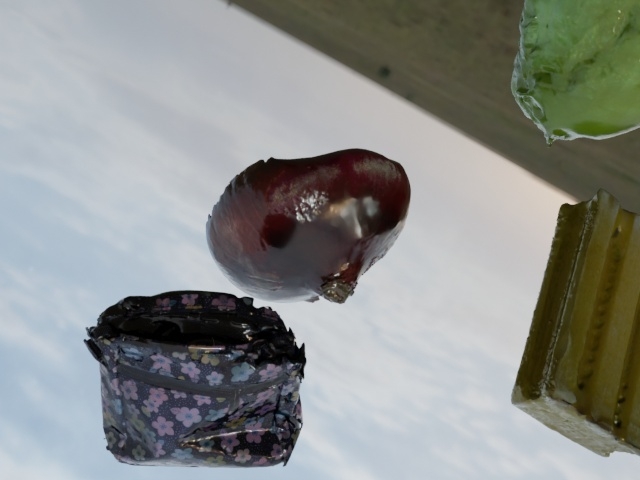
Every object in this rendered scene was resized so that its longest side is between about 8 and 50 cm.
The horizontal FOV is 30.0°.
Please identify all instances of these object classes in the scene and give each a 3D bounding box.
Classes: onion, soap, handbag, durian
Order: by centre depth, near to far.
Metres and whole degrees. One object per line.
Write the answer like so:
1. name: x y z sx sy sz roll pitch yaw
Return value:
1. handbag: -0.129 0.143 1.251 0.228 0.208 0.127 3 -141 -2
2. durian: 0.376 -0.271 1.481 0.255 0.340 0.204 13 -152 6
3. onion: 0.000 0.000 1.526 0.272 0.272 0.195 17 -133 -57
4. soap: 0.379 0.113 1.613 0.199 0.315 0.091 31 153 -28
